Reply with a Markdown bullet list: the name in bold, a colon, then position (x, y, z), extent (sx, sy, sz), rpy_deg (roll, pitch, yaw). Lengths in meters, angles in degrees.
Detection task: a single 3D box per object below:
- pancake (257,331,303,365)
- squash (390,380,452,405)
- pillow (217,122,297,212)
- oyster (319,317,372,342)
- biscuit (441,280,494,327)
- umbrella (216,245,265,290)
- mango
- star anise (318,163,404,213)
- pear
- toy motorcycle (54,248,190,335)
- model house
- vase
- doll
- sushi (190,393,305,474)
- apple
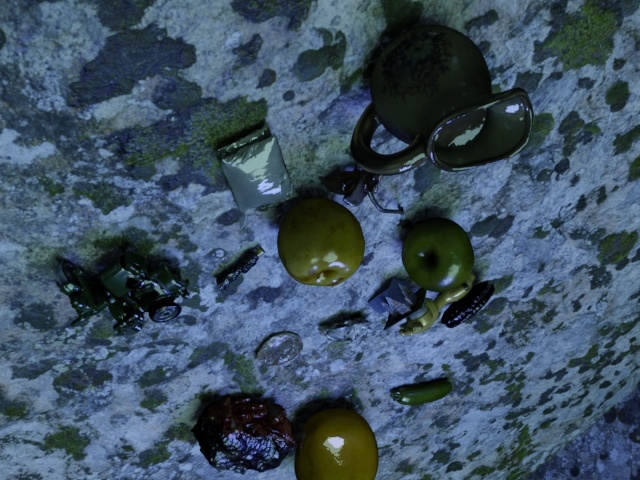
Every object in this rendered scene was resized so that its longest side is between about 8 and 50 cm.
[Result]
- **pancake**: position (-0.116, 0.313, 1.924), extent (0.139, 0.022, 0.140), rpy_deg (-16, 137, -15)
- **squash**: position (0.359, 0.543, 2.384), extent (0.258, 0.069, 0.069), rpy_deg (-4, 133, -25)
- **pillow**: position (-0.135, -0.146, 1.416), extent (0.134, 0.078, 0.181), rpy_deg (-23, 137, -7)
- **oyster**: position (0.077, 0.256, 1.952), extent (0.165, 0.053, 0.108), rpy_deg (1, 149, -39)
- **biscuit**: position (0.441, 0.192, 2.022), extent (0.194, 0.053, 0.194), rpy_deg (-42, 178, -2)
- **umbrella**: position (-0.193, 0.066, 1.625), extent (0.144, 0.040, 0.037), rpy_deg (-40, 129, 10)
- **mango**: position (0.049, 0.727, 2.282), extent (0.299, 0.232, 0.446), rpy_deg (-18, 130, -6)
- **star anise**: position (0.114, -0.089, 1.592), extent (0.148, 0.219, 0.227), rpy_deg (-1, 133, 33)
- **pear**: position (0.000, 0.000, 1.547), extent (0.208, 0.209, 0.209), rpy_deg (-15, 137, -15)
- **toy motorcycle**: position (-0.426, 0.107, 1.473), extent (0.205, 0.127, 0.275), rpy_deg (-34, 142, 11)
- **model house**: position (0.214, 0.165, 1.912), extent (0.088, 0.117, 0.167), rpy_deg (41, 133, -12)
- **vase**: position (0.207, -0.247, 1.335), extent (0.329, 0.302, 0.241), rpy_deg (-33, 139, 7)
- **doll**: position (0.337, 0.180, 1.950), extent (0.291, 0.086, 0.117), rpy_deg (-36, -175, -22)
- **sushi**: position (-0.205, 0.585, 2.019), extent (0.343, 0.197, 0.182), rpy_deg (16, 128, -38)
- **apple**: position (0.310, 0.037, 1.765), extent (0.156, 0.196, 0.196), rpy_deg (-9, 139, -49)
